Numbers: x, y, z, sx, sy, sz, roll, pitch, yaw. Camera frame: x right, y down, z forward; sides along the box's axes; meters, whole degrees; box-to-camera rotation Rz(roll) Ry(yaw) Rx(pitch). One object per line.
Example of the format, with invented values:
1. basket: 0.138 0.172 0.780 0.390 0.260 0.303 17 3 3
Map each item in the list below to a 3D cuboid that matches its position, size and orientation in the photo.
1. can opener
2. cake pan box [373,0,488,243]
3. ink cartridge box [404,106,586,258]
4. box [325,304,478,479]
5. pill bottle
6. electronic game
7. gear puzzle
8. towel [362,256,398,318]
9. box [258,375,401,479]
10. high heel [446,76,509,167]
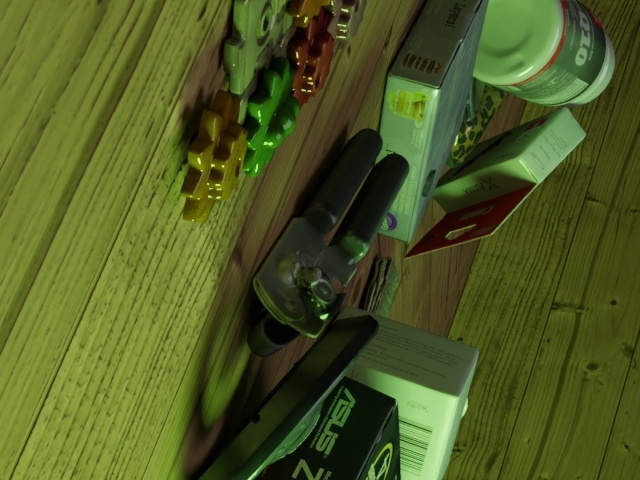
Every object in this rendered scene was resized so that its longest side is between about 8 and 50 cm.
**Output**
1. can opener: 0.000 0.000 1.168 0.095 0.076 0.283 -41 -169 37
2. cake pan box: 0.135 -0.172 1.529 0.245 0.070 0.267 99 13 -47
3. ink cartridge box: 0.250 -0.084 1.941 0.239 0.060 0.275 -43 -170 -24
4. box: 0.078 0.203 1.523 0.119 0.182 0.181 -50 155 -59
5. pill bottle: 0.315 -0.281 1.799 0.283 0.161 0.161 6 102 -59
6. electronic game: -0.031 0.150 1.044 0.229 0.048 0.229 -49 178 -2
7. gear puzzle: -0.018 -0.136 0.867 0.339 0.044 0.175 -62 165 -45
8. towel: 0.081 0.082 1.761 0.148 0.027 0.110 55 52 -75
9. box: -0.022 0.353 1.265 0.318 0.097 0.395 -58 161 -27
10. high heel: 0.251 -0.206 1.954 0.261 0.093 0.186 -6 107 -61
